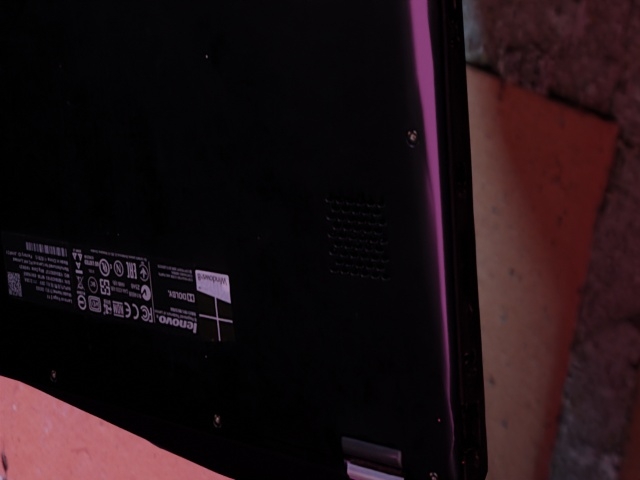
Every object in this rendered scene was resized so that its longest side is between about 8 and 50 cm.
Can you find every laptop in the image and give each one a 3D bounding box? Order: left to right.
[{"bbox_3d":[0.000,0.000,0.742,0.382,0.236,0.408,7,106,47],"label":"laptop"}]
